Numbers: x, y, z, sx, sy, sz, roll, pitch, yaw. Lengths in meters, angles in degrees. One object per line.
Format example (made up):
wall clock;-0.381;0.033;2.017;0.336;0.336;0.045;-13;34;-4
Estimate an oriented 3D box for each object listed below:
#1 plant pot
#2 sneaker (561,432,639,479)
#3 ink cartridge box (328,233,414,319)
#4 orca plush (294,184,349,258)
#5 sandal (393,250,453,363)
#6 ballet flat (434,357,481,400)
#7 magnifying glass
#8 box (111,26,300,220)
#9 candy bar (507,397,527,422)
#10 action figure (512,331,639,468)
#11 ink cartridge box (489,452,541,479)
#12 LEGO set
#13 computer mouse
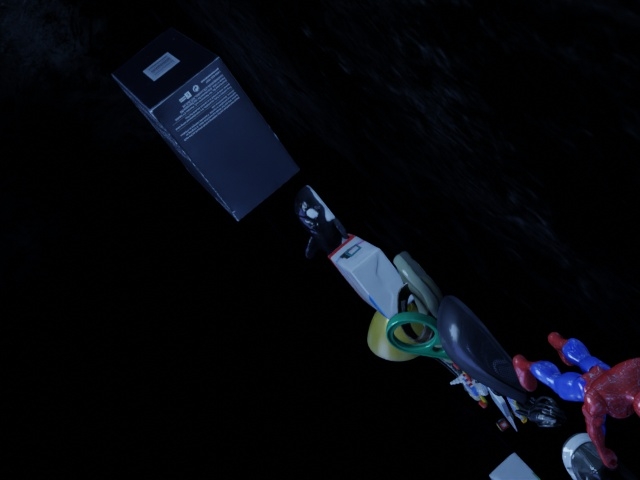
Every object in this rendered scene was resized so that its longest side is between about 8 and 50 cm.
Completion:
plant pot;0.167;0.177;1.977;0.134;0.134;0.095;44;147;44
sneaker;0.446;0.392;1.361;0.234;0.078;0.106;53;176;-14
ink cartridge box;0.099;0.069;1.929;0.134;0.078;0.231;51;175;-15
orca plush;0.000;0.000;2.113;0.151;0.102;0.287;46;173;34
sandal;0.177;0.129;1.663;0.120;0.086;0.302;43;170;43
ballet flat;0.289;0.285;2.021;0.173;0.049;0.057;48;171;16
magnifying glass;0.217;0.189;1.632;0.231;0.092;0.026;29;-139;-19
box;-0.251;-0.257;1.987;0.312;0.179;0.343;55;173;-33
candy bar;0.360;0.297;1.715;0.040;0.018;0.161;46;173;35
action figure;0.308;0.179;0.981;0.139;0.091;0.280;56;175;-2
ink cartridge box;0.534;0.657;2.364;0.154;0.093;0.212;45;174;38
LEGO set;0.320;0.310;1.869;0.182;0.060;0.244;54;178;35
computer mouse;0.276;0.210;1.519;0.272;0.072;0.188;49;175;4
